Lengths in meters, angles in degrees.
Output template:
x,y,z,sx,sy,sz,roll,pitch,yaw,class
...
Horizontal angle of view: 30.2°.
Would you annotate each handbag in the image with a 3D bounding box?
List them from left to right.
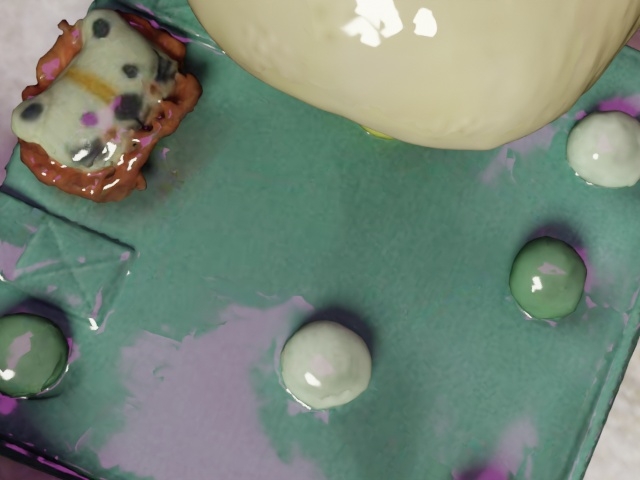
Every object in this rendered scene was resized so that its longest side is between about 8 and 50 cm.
x,y,z,sx,sy,sz,roll,pitch,yaw,class
0.003,0.000,0.483,0.274,0.100,0.269,27,75,-4,handbag

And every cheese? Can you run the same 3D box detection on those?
x,y,z,sx,sy,sz,roll,pitch,yaw,class
0.086,-0.148,0.446,0.351,0.129,0.328,10,42,-13,cheese
